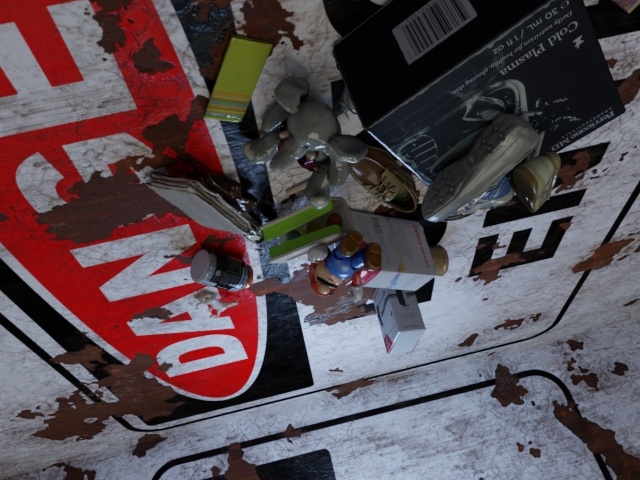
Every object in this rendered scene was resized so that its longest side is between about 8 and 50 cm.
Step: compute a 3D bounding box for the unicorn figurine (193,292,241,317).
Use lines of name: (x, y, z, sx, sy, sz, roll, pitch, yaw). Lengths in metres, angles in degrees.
unicorn figurine: (-0.383, 0.236, 2.137, 0.111, 0.060, 0.162, -31, 143, 23)

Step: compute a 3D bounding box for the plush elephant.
plush elephant: (-0.032, -0.244, 1.390, 0.330, 0.272, 0.255, -48, 178, 17)

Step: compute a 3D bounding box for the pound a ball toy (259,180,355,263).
pound a ball toy: (-0.029, -0.074, 1.769, 0.319, 0.208, 0.136, -23, 168, 31)

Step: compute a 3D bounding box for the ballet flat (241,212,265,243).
ballet flat: (-0.239, -0.049, 1.778, 0.072, 0.068, 0.213, -30, 143, 20)

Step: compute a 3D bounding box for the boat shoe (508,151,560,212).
boat shoe: (0.516, -0.138, 1.380, 0.089, 0.104, 0.285, -38, 169, 8)

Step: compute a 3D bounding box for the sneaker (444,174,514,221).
sneaker: (0.364, -0.112, 1.424, 0.211, 0.080, 0.081, -20, 127, 8)

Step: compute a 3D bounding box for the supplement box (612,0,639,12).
supplement box: (0.740, -0.598, 1.402, 0.083, 0.043, 0.055, 12, 138, -36)

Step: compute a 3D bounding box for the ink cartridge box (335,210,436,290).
ink cartridge box: (0.212, 0.040, 1.944, 0.306, 0.226, 0.131, 9, 144, -32)

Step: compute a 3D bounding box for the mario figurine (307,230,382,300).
mario figurine: (0.052, 0.098, 1.714, 0.170, 0.198, 0.320, -25, 172, -29)

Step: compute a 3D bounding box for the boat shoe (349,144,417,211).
boat shoe: (0.195, -0.177, 1.721, 0.123, 0.119, 0.324, -37, 141, 28)

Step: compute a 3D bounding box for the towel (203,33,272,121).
towel: (-0.199, -0.377, 1.369, 0.102, 0.021, 0.237, -1, 143, -31)

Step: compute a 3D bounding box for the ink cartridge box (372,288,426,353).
ink cartridge box: (0.305, 0.282, 2.294, 0.114, 0.272, 0.197, -3, 144, -12)

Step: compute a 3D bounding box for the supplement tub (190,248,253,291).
supplement tub: (-0.324, 0.103, 1.920, 0.190, 0.117, 0.117, 21, 132, -40)

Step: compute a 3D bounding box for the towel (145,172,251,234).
towel: (-0.334, -0.100, 1.609, 0.187, 0.049, 0.282, 12, 161, 32)

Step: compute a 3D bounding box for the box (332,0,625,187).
box: (0.373, -0.377, 1.357, 0.480, 0.297, 0.472, -32, 145, 23)

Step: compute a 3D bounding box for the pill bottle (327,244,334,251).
pill bottle: (0.000, 0.000, 1.928, 0.087, 0.087, 0.160, -13, 146, -4)

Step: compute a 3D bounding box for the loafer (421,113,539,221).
loafer: (0.359, -0.147, 1.320, 0.112, 0.112, 0.319, 19, 134, -29)

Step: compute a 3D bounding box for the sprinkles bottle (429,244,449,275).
sprinkles bottle: (0.292, 0.084, 2.137, 0.356, 0.121, 0.121, -3, 144, -19)

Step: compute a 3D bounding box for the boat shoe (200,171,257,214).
boat shoe: (-0.255, -0.143, 1.638, 0.073, 0.073, 0.207, -28, 151, 15)
